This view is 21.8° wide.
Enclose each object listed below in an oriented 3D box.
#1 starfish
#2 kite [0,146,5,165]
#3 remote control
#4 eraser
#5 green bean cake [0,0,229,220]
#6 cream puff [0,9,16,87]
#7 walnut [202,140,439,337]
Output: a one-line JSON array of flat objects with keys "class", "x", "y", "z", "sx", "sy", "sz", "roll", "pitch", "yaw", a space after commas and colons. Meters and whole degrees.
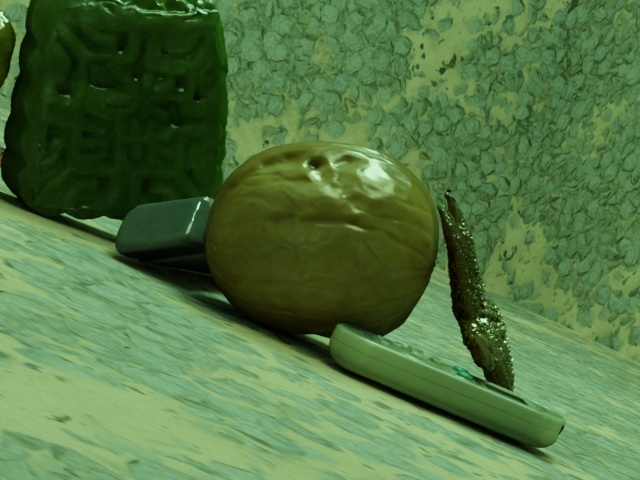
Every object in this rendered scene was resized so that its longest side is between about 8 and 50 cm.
[{"class": "starfish", "x": 0.146, "y": 0.068, "z": 1.564, "sx": 0.043, "sy": 0.227, "sz": 0.240, "roll": -20, "pitch": 8, "yaw": 6}, {"class": "kite", "x": -0.403, "y": -0.105, "z": 2.076, "sx": 0.190, "sy": 0.010, "sz": 0.159, "roll": 21, "pitch": 5, "yaw": -8}, {"class": "remote control", "x": 0.110, "y": 0.130, "z": 1.468, "sx": 0.221, "sy": 0.042, "sz": 0.078, "roll": 24, "pitch": 2, "yaw": -3}, {"class": "eraser", "x": -0.104, "y": 0.001, "z": 1.719, "sx": 0.089, "sy": 0.061, "sz": 0.352, "roll": -6, "pitch": -8, "yaw": 19}, {"class": "green bean cake", "x": -0.208, "y": -0.147, "z": 1.711, "sx": 0.222, "sy": 0.248, "sz": 0.125, "roll": -1, "pitch": 12, "yaw": -25}, {"class": "cream puff", "x": -0.419, "y": -0.189, "z": 1.644, "sx": 0.244, "sy": 0.196, "sz": 0.244, "roll": 25, "pitch": 2, "yaw": -1}, {"class": "walnut", "x": 0.000, "y": 0.000, "z": 1.552, "sx": 0.221, "sy": 0.195, "sz": 0.195, "roll": 2, "pitch": 3, "yaw": 1}]
